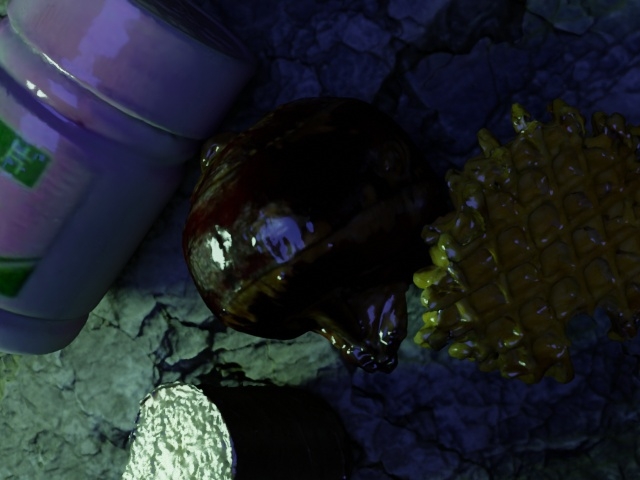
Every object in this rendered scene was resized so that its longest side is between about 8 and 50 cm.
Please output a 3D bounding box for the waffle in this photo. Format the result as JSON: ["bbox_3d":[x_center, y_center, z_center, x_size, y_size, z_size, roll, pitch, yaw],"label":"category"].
[{"bbox_3d":[0.187,0.006,0.756,0.229,0.051,0.231,15,101,-23],"label":"waffle"}]

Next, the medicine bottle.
[{"bbox_3d":[-0.228,-0.081,0.841,0.212,0.212,0.325,39,106,9],"label":"medicine bottle"}]

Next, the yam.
[{"bbox_3d":[-0.065,0.188,0.819,0.129,0.238,0.128,-44,68,14],"label":"yam"}]

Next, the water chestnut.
[{"bbox_3d":[0.000,0.000,0.780,0.224,0.224,0.238,-31,74,17],"label":"water chestnut"}]
